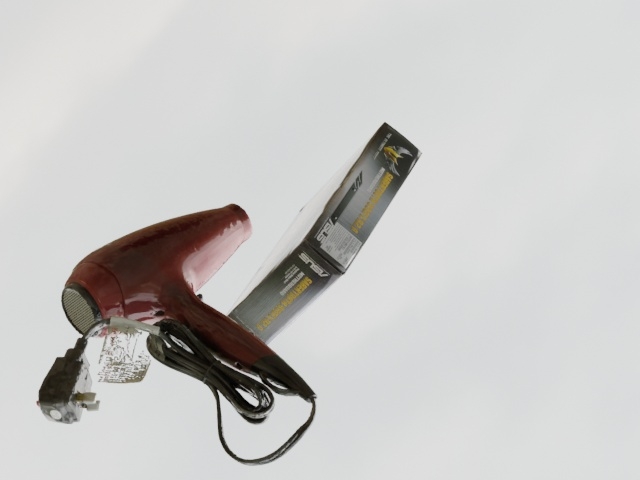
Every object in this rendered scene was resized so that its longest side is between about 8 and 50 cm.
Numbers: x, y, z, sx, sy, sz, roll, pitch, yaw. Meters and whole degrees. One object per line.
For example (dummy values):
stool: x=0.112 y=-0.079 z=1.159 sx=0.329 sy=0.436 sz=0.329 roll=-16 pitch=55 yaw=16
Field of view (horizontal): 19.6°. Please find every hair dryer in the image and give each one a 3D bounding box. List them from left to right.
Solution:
hair dryer: x=-0.111 y=0.074 z=1.567 sx=0.293 sy=0.224 sz=0.080 roll=-82 pitch=-173 yaw=-46

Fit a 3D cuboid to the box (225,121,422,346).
box: x=0.000 y=0.000 z=1.947 sx=0.183 sy=0.056 sz=0.231 roll=-46 pitch=-173 yaw=42
